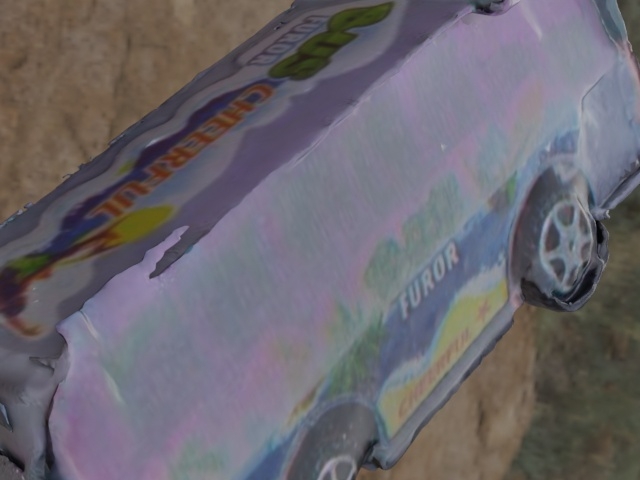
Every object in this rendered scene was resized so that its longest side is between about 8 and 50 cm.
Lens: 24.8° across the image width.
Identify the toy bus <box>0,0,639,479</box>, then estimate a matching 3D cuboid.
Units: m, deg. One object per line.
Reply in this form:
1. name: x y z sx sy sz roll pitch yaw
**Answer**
1. toy bus: 0.000 0.000 0.479 0.317 0.112 0.138 -45 133 -40
